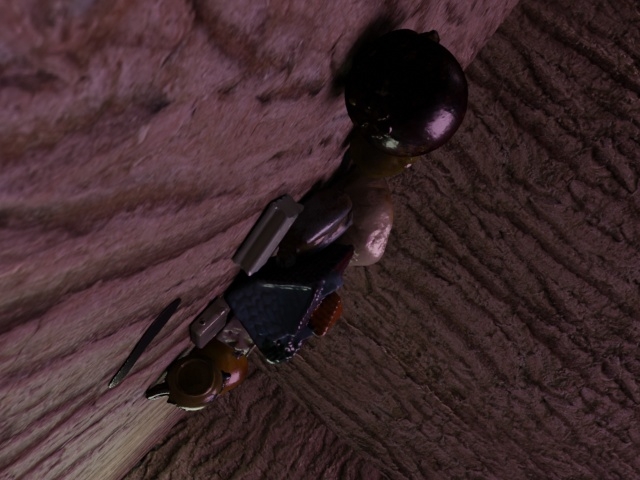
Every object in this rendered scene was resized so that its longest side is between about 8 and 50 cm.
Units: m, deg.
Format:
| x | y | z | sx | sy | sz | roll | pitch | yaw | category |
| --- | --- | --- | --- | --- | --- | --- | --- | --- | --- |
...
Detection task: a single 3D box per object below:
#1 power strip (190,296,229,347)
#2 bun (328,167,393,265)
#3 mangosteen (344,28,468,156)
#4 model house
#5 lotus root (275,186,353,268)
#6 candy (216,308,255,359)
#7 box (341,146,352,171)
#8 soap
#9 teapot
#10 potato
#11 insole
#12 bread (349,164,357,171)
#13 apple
| x | y | z | sx | sy | sz | roll | pitch | yaw | category |
| --- | --- | --- | --- | --- | --- | --- | --- | --- | --- |
| -0.330 | 0.250 | 1.448 | 0.118 | 0.046 | 0.270 | -45 | 175 | -25 | power strip |
| 0.098 | -0.088 | 1.704 | 0.365 | 0.220 | 0.364 | -171 | -90 | -70 | bun |
| 0.180 | -0.299 | 0.931 | 0.289 | 0.231 | 0.231 | -54 | 177 | -25 | mangosteen |
| -0.027 | 0.150 | 1.509 | 0.339 | 0.297 | 0.360 | -31 | -176 | 32 | model house |
| -0.034 | -0.039 | 1.464 | 0.322 | 0.140 | 0.158 | -40 | 150 | -24 | lotus root |
| -0.247 | 0.273 | 1.652 | 0.184 | 0.137 | 0.195 | -51 | -169 | 34 | candy |
| 0.108 | -0.278 | 1.562 | 0.091 | 0.031 | 0.126 | -49 | 176 | -15 | box |
| -0.128 | -0.014 | 1.203 | 0.198 | 0.063 | 0.114 | -52 | 176 | 26 | soap |
| -0.417 | 0.463 | 1.556 | 0.270 | 0.173 | 0.182 | -13 | 154 | -21 | teapot |
| 0.186 | -0.278 | 1.365 | 0.229 | 0.196 | 0.149 | -13 | -167 | 33 | potato |
| -0.377 | 0.220 | 1.043 | 0.253 | 0.005 | 0.086 | -52 | 174 | 9 | insole |
| 0.176 | -0.277 | 1.884 | 0.305 | 0.091 | 0.142 | -53 | 169 | 23 | bread |
| -0.377 | 0.445 | 1.759 | 0.237 | 0.207 | 0.237 | -31 | 174 | -3 | apple |
